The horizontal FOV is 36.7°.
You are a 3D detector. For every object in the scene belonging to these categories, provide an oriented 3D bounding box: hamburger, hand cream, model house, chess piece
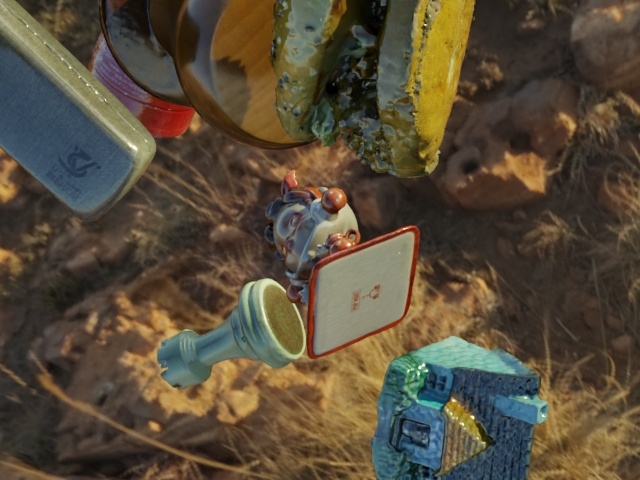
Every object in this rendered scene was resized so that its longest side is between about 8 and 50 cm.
[{"bbox_3d":[0.035,-0.129,0.588,0.113,0.185,0.177,13,72,5],"label":"hamburger"},{"bbox_3d":[-0.320,-0.313,1.803,0.230,0.230,0.149,52,128,36],"label":"hand cream"},{"bbox_3d":[0.248,0.329,1.613,0.241,0.226,0.261,14,108,38],"label":"model house"},{"bbox_3d":[-0.202,0.220,2.088,0.299,0.194,0.195,-25,57,20],"label":"chess piece"}]

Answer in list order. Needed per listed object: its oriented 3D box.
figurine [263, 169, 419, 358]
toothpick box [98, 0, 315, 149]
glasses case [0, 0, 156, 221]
[{"bbox_3d":[0.000,0.000,1.282,0.160,0.183,0.226,-20,49,-22],"label":"figurine"},{"bbox_3d":[-0.074,-0.185,0.809,0.192,0.192,0.294,-46,32,-1],"label":"toothpick box"},{"bbox_3d":[-0.336,-0.170,1.098,0.131,0.323,0.074,-43,7,29],"label":"glasses case"}]
